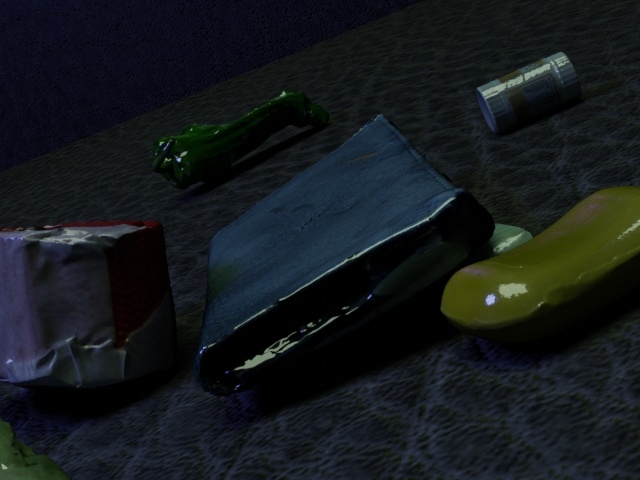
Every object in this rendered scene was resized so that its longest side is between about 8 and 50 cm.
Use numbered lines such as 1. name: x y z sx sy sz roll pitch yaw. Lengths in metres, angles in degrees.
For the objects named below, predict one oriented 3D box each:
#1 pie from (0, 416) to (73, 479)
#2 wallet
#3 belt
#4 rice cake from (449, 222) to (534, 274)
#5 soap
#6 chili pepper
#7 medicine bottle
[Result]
1. pie: -0.198 0.149 0.511 0.241 0.054 0.240 -1 55 1
2. wallet: 0.000 0.000 0.928 0.191 0.046 0.379 -35 11 3
3. belt: -0.182 0.049 0.955 0.128 0.124 0.201 -8 5 -41
4. rice cake: 0.085 0.006 0.863 0.042 0.030 0.180 -30 12 -12
5. soap: 0.129 0.014 0.719 0.140 0.045 0.089 -29 11 -18
6. chili pepper: -0.101 -0.121 1.614 0.257 0.074 0.100 -31 14 -33
7. medicine bottle: 0.184 -0.131 1.217 0.083 0.047 0.047 -24 13 0
